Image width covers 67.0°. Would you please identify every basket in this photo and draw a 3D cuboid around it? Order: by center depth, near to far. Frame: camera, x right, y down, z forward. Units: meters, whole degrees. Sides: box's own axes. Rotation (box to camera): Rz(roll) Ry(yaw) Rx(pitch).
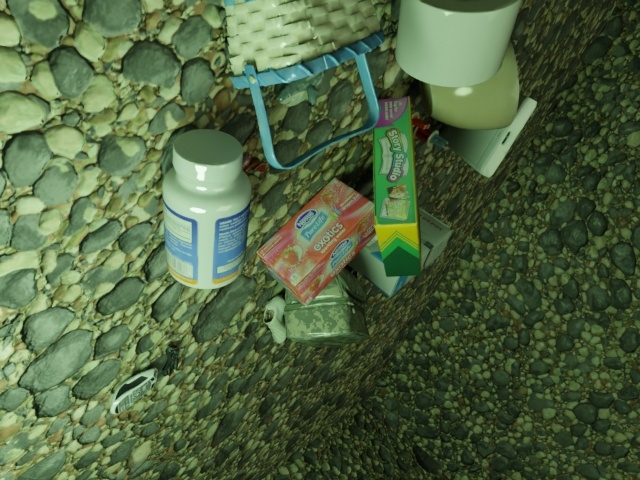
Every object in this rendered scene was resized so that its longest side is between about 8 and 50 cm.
[{"bbox_3d":[-0.014,-0.288,0.786,0.255,0.201,0.288,-32,117,-34],"label":"basket"}]

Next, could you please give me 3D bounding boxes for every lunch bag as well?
[{"bbox_3d":[0.020,0.178,1.459,0.213,0.255,0.305,-12,161,16],"label":"lunch bag"}]

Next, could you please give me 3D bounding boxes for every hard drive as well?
[{"bbox_3d":[0.490,-0.359,1.473,0.047,0.353,0.232,20,113,-17],"label":"hard drive"}]

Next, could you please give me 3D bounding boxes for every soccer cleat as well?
[{"bbox_3d":[-0.140,0.246,1.466,0.076,0.068,0.196,-27,138,-34],"label":"soccer cleat"}]

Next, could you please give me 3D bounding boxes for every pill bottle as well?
[{"bbox_3d":[-0.203,-0.054,0.869,0.152,0.152,0.271,-30,146,-39],"label":"pill bottle"}]

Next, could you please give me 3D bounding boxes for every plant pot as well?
[{"bbox_3d":[0.369,-0.416,1.274,0.191,0.283,0.284,-13,150,3],"label":"plant pot"}]

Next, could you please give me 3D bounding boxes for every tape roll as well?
[{"bbox_3d":[0.291,-0.473,1.043,0.246,0.246,0.169,-40,151,-24],"label":"tape roll"}]

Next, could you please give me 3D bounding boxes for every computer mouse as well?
[{"bbox_3d":[-0.416,0.326,1.135,0.193,0.042,0.106,-35,155,-43],"label":"computer mouse"}]

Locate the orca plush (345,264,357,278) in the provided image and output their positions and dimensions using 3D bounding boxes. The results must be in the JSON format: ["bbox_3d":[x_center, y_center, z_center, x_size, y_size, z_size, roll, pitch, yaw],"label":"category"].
[{"bbox_3d":[0.114,0.174,1.744,0.151,0.102,0.287,-5,127,-57],"label":"orca plush"}]

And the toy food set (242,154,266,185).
[{"bbox_3d":[-0.150,-0.142,0.995,0.122,0.019,0.077,-13,134,-53],"label":"toy food set"}]

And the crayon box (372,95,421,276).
[{"bbox_3d":[0.200,-0.129,1.264,0.313,0.106,0.362,63,26,-61],"label":"crayon box"}]

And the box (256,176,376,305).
[{"bbox_3d":[0.000,0.000,1.277,0.300,0.154,0.142,-44,152,-14],"label":"box"}]

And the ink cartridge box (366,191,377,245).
[{"bbox_3d":[0.178,-0.081,1.506,0.198,0.115,0.067,-37,151,-30],"label":"ink cartridge box"}]

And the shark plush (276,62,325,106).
[{"bbox_3d":[-0.023,-0.329,0.932,0.067,0.073,0.161,21,113,-32],"label":"shark plush"}]

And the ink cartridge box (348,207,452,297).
[{"bbox_3d":[0.258,0.014,1.637,0.308,0.223,0.129,-33,149,-35],"label":"ink cartridge box"}]

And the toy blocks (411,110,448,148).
[{"bbox_3d":[0.282,-0.311,1.345,0.054,0.148,0.123,-55,155,4],"label":"toy blocks"}]
